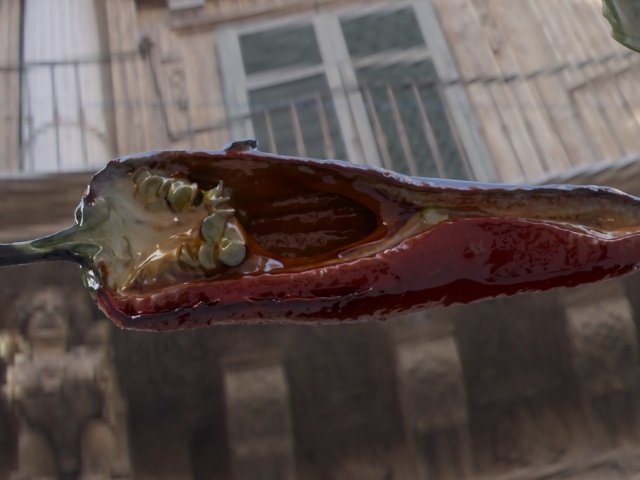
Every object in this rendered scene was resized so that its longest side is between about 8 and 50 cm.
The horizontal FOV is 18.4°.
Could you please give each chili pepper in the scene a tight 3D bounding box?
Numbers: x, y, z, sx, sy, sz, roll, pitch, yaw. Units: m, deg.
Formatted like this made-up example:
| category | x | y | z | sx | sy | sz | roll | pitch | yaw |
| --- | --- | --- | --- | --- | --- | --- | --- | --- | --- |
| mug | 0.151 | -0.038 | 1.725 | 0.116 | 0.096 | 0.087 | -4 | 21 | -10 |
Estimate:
| category | x | y | z | sx | sy | sz | roll | pitch | yaw |
| --- | --- | --- | --- | --- | --- | --- | --- | --- | --- |
| chili pepper | 0.000 | 0.000 | 0.644 | 0.268 | 0.059 | 0.050 | -2 | -22 | -17 |

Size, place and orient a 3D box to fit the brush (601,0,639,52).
| category | x | y | z | sx | sy | sz | roll | pitch | yaw |
| --- | --- | --- | --- | --- | --- | --- | --- | --- | --- |
| brush | 0.091 | -0.039 | 0.418 | 0.072 | 0.067 | 0.313 | 9 | -36 | 34 |
